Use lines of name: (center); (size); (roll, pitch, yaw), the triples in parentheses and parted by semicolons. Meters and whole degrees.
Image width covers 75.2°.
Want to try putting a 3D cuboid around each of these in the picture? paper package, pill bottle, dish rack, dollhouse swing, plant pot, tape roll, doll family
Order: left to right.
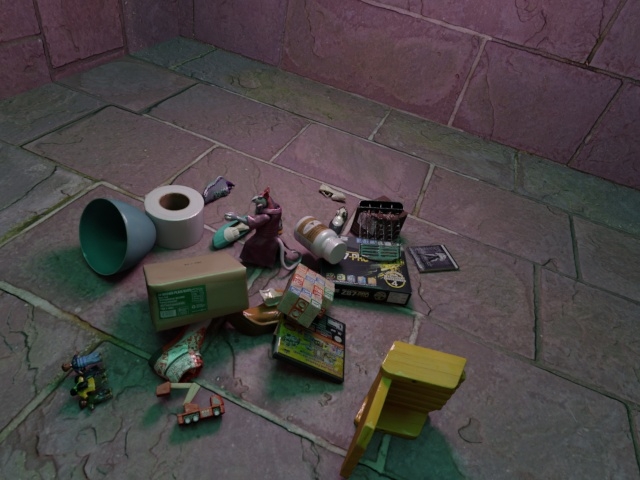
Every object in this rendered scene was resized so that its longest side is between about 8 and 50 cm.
doll family: (-0.724, 0.428, 1.284); (0.111, 0.076, 0.193); (-18, 46, -26)
plant pot: (-0.773, -0.023, 1.640); (0.290, 0.291, 0.195); (34, 20, 21)
tape roll: (-0.634, -0.105, 1.817); (0.245, 0.169, 0.246); (8, 41, -7)
paper package: (-0.445, 0.164, 1.480); (0.324, 0.168, 0.309); (-9, 13, -24)
pill bottle: (0.000, 0.000, 1.777); (0.131, 0.131, 0.229); (-22, 43, -34)
dish rack: (0.267, -0.043, 1.855); (0.207, 0.074, 0.272); (3, 67, 2)
dollhouse swing: (0.246, 0.533, 1.220); (0.314, 0.347, 0.305); (14, 41, 0)

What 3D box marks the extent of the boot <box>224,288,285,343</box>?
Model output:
boot: (-0.206, 0.256, 1.580); (0.283, 0.109, 0.220); (19, 43, 2)

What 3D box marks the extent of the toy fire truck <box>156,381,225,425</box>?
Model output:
toy fire truck: (-0.401, 0.494, 1.284); (0.191, 0.047, 0.136); (-7, 64, -22)

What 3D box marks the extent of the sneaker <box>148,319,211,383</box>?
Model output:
sneaker: (-0.431, 0.368, 1.415); (0.144, 0.090, 0.270); (31, 48, 17)

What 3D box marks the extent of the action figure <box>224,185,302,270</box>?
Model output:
action figure: (-0.220, -0.044, 1.709); (0.275, 0.371, 0.248); (27, 42, 16)

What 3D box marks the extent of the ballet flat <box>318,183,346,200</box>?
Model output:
ballet flat: (0.064, -0.250, 2.267); (0.168, 0.057, 0.052); (31, 72, 23)

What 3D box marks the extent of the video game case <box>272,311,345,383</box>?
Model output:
video game case: (-0.031, 0.359, 1.505); (0.274, 0.035, 0.249); (28, 38, -18)

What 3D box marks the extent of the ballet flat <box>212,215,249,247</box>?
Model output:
ballet flat: (-0.383, -0.049, 1.875); (0.087, 0.083, 0.247); (-10, 22, 39)

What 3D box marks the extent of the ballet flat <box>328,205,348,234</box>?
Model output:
ballet flat: (0.092, -0.108, 2.095); (0.074, 0.074, 0.203); (21, 42, 8)

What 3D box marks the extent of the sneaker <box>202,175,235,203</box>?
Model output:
sneaker: (-0.509, -0.248, 2.077); (0.098, 0.083, 0.224); (22, 41, 1)

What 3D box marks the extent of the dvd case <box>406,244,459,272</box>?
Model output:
dvd case: (0.551, 0.087, 2.045); (0.220, 0.018, 0.165); (-3, 43, -18)

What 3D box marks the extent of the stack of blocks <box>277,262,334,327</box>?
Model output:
stack of blocks: (-0.046, 0.205, 1.545); (0.171, 0.087, 0.297); (32, 15, -4)

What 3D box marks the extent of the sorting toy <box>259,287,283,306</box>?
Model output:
sorting toy: (-0.191, 0.206, 1.550); (0.083, 0.045, 0.075); (-7, 39, -34)

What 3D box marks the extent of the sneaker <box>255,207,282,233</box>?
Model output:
sneaker: (-0.243, -0.123, 2.009); (0.084, 0.083, 0.215); (-22, 51, -32)

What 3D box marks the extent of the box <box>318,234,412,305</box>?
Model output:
box: (0.188, 0.122, 1.847); (0.393, 0.097, 0.319); (8, 40, -4)

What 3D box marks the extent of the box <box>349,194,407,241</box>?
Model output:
box: (0.286, -0.088, 2.051); (0.203, 0.167, 0.168); (-23, 54, -35)
